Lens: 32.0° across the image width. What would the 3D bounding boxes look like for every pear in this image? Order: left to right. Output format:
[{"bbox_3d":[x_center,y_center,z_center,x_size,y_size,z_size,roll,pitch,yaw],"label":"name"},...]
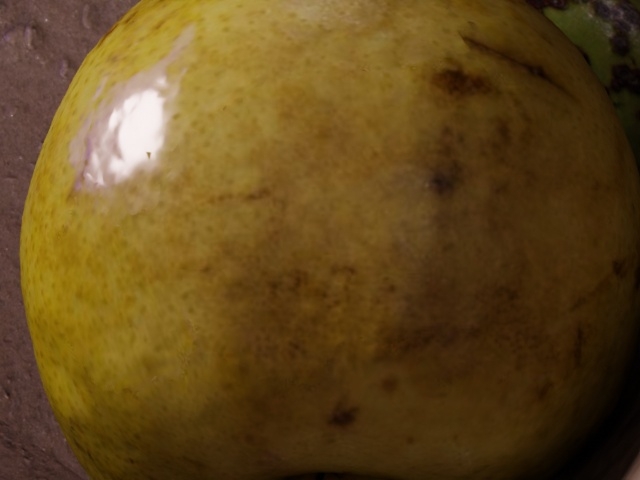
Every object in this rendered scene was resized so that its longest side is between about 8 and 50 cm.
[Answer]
[{"bbox_3d":[0.000,0.000,0.549,0.304,0.304,0.304,-55,-6,-9],"label":"pear"}]

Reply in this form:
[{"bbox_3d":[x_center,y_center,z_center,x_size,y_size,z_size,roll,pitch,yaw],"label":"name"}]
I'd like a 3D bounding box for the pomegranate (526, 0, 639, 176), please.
[{"bbox_3d":[0.125,-0.085,0.759,0.254,0.270,0.254,-29,23,13],"label":"pomegranate"}]
